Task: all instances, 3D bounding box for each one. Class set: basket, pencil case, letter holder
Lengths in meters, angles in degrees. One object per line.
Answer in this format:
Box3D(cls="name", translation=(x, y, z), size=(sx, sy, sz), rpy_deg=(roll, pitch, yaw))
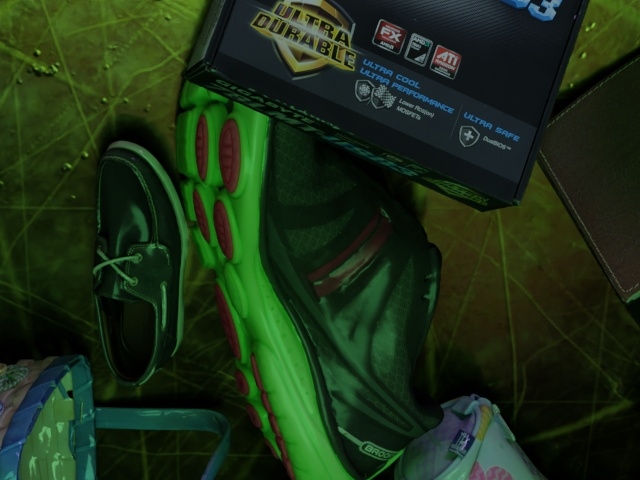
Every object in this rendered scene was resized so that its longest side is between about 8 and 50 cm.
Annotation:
Box3D(cls="basket", translation=(-0.242, 0.224, 1.840), size=(0.289, 0.255, 0.201), rpy_deg=(6, 115, 5))
Box3D(cls="pencil case", translation=(0.196, 0.273, 1.978), size=(0.273, 0.113, 0.124), rpy_deg=(45, 63, -22))
Box3D(cls="letter holder", translation=(0.372, -0.074, 1.802), size=(0.302, 0.214, 0.152), rpy_deg=(-32, 147, 9))

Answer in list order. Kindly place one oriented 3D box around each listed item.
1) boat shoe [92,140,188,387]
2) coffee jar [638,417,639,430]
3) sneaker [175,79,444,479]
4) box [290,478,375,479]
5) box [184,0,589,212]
Box3D(cls="boat shoe", translation=(-0.171, 0.023, 1.829), size=(0.084, 0.079, 0.233), rpy_deg=(10, 119, 22))
Box3D(cls="coffee jar", translation=(0.410, 0.189, 1.966), size=(0.184, 0.079, 0.096), rpy_deg=(20, 122, -14))
Box3D(cls="sneaker", translation=(0.000, 0.000, 1.811), size=(0.202, 0.185, 0.483), rpy_deg=(-22, 120, -17))
Box3D(cls="box", translation=(0.006, 0.441, 2.013), size=(0.312, 0.179, 0.343), rpy_deg=(41, 108, -20))
Box3D(cls="box", translation=(0.073, -0.212, 1.655), size=(0.295, 0.073, 0.293), rpy_deg=(23, 80, -16))
